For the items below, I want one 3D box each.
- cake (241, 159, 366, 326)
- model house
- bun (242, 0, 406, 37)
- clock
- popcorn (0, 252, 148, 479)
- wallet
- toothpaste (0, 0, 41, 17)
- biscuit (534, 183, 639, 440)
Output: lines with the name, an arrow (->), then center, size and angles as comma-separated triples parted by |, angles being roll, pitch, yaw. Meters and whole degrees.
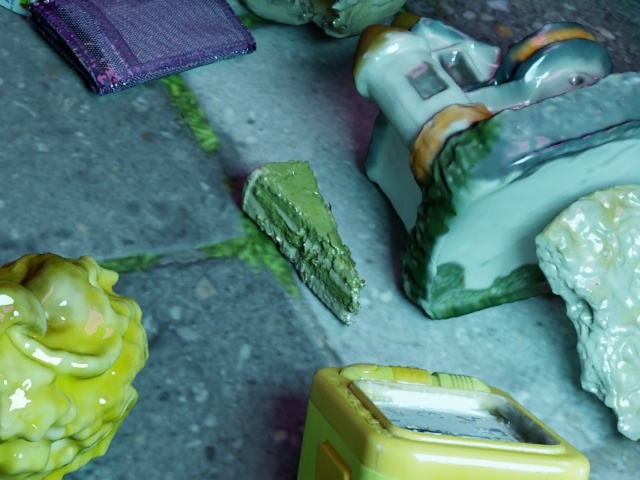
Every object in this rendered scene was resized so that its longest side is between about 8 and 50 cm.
cake -> 0.000, 0.000, 1.355 | 0.055, 0.051, 0.140 | -18, 56, -37
model house -> 0.137, -0.112, 1.421 | 0.271, 0.190, 0.301 | -15, 49, -25
bun -> -0.005, -0.289, 1.539 | 0.282, 0.205, 0.281 | 4, 59, -6
clock -> 0.070, 0.143, 1.134 | 0.143, 0.096, 0.202 | 10, 8, -14
popcorn -> -0.196, 0.089, 1.129 | 0.140, 0.163, 0.194 | 53, 16, 7
wallet -> -0.143, -0.175, 1.497 | 0.166, 0.030, 0.111 | -23, 56, -38
toothpaste -> -0.214, -0.248, 1.535 | 0.034, 0.046, 0.164 | 27, 42, 5
biscuit -> 0.257, 0.060, 1.330 | 0.265, 0.040, 0.188 | 35, 76, -21
